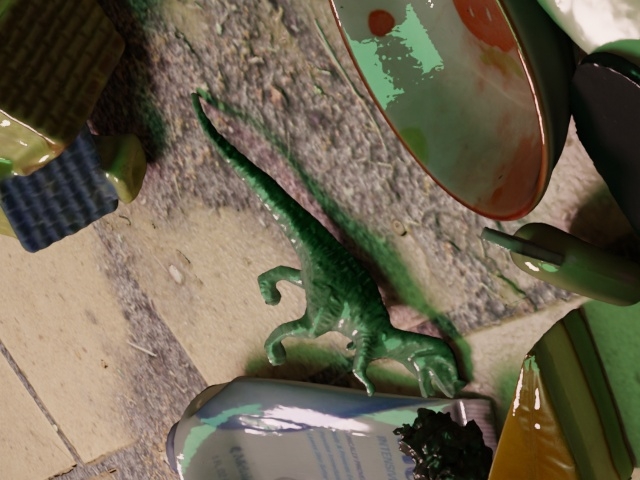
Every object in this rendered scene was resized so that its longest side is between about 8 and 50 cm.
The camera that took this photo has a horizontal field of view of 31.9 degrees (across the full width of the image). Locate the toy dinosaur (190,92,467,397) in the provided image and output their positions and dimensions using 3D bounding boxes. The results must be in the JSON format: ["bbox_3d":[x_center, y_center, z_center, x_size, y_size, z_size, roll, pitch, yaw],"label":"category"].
[{"bbox_3d":[-0.034,0.034,1.050,0.383,0.076,0.129,43,102,7],"label":"toy dinosaur"}]

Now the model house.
[{"bbox_3d":[-0.318,-0.155,1.156,0.266,0.261,0.321,11,148,13],"label":"model house"}]

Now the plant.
[{"bbox_3d":[0.131,0.221,1.007,0.085,0.087,0.174,-17,115,33],"label":"plant"}]

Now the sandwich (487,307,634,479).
[{"bbox_3d":[0.172,0.139,0.919,0.113,0.079,0.163,-2,117,48],"label":"sandwich"}]

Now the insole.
[{"bbox_3d":[0.219,-0.009,0.684,0.110,0.012,0.309,36,170,48],"label":"insole"}]

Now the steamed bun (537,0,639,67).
[{"bbox_3d":[0.202,-0.176,0.585,0.242,0.146,0.164,43,142,14],"label":"steamed bun"}]

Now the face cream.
[{"bbox_3d":[0.012,0.240,1.177,0.420,0.137,0.234,2,118,34],"label":"face cream"}]

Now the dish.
[{"bbox_3d":[0.099,-0.145,0.741,0.260,0.085,0.260,55,165,22],"label":"dish"}]

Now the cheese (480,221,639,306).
[{"bbox_3d":[0.158,0.011,0.763,0.097,0.192,0.037,25,97,31],"label":"cheese"}]
